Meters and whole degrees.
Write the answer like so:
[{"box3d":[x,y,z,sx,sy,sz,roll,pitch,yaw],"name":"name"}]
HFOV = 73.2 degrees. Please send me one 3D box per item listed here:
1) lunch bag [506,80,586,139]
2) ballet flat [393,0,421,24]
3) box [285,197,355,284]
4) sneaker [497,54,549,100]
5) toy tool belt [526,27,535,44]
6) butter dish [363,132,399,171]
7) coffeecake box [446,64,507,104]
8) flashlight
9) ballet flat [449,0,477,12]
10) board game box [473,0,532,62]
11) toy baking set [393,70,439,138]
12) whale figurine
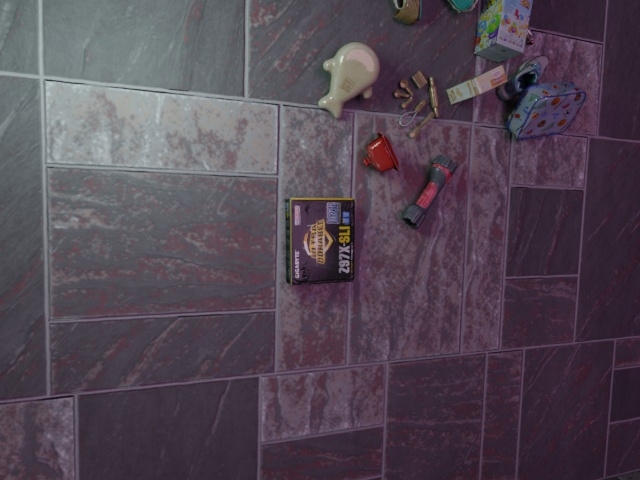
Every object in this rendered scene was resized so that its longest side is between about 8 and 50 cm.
[{"box3d":[0.957,-0.550,1.849,0.303,0.115,0.243,-10,142,-16],"name":"lunch bag"},{"box3d":[0.324,-1.004,1.618,0.124,0.116,0.343,-2,116,-4],"name":"ballet flat"},{"box3d":[0.000,0.000,1.628,0.257,0.079,0.322,-1,95,-21],"name":"box"},{"box3d":[0.903,-0.704,1.855,0.283,0.122,0.110,-41,106,-11],"name":"sneaker"},{"box3d":[0.912,-0.901,1.879,0.083,0.052,0.051,31,93,-19],"name":"toy tool belt"},{"box3d":[0.221,-0.322,1.655,0.118,0.160,0.160,-25,104,8],"name":"butter dish"},{"box3d":[0.625,-0.623,1.732,0.142,0.185,0.068,-28,103,-15],"name":"coffeecake box"},{"box3d":[0.438,-0.200,1.751,0.103,0.103,0.304,34,84,8],"name":"flashlight"},{"box3d":[0.487,-1.090,1.694,0.147,0.147,0.409,-45,110,-10],"name":"ballet flat"},{"box3d":[0.756,-0.907,1.776,0.144,0.142,0.275,9,92,-20],"name":"board game box"},{"box3d":[0.393,-0.549,1.745,0.196,0.030,0.256,-17,100,-14],"name":"toy baking set"},{"box3d":[0.098,-0.597,1.600,0.216,0.141,0.272,27,110,-19],"name":"whale figurine"}]
